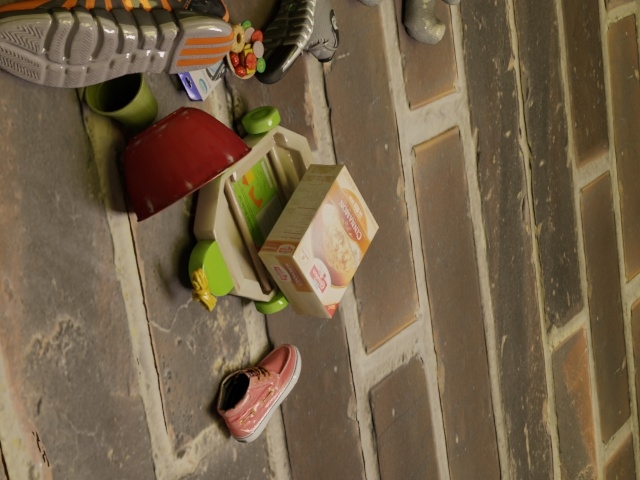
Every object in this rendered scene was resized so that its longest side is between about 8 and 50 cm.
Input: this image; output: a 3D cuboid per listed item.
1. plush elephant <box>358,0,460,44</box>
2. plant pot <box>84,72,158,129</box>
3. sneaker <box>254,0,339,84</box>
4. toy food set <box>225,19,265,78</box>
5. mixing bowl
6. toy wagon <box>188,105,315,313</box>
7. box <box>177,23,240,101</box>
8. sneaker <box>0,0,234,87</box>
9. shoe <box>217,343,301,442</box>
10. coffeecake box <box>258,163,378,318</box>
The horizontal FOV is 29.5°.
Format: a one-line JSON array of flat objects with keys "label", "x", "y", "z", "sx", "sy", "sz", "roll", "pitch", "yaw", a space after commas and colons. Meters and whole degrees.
[{"label": "plush elephant", "x": 0.239, "y": -0.521, "z": 2.101, "sx": 0.272, "sy": 0.255, "sz": 0.330, "roll": 30, "pitch": 67, "yaw": -52}, {"label": "plant pot", "x": -0.250, "y": -0.183, "z": 1.578, "sx": 0.079, "sy": 0.083, "sz": 0.083, "roll": 49, "pitch": 52, "yaw": -61}, {"label": "sneaker", "x": -0.023, "y": -0.303, "z": 1.888, "sx": 0.132, "sy": 0.086, "sz": 0.229, "roll": 55, "pitch": 48, "yaw": -45}, {"label": "toy food set", "x": -0.109, "y": -0.277, "z": 1.770, "sx": 0.082, "sy": 0.020, "sz": 0.083, "roll": -27, "pitch": 114, "yaw": -53}, {"label": "mixing bowl", "x": -0.191, "y": -0.112, "z": 1.601, "sx": 0.098, "sy": 0.181, "sz": 0.181, "roll": 57, "pitch": 43, "yaw": -9}, {"label": "toy wagon", "x": -0.105, "y": -0.023, "z": 1.798, "sx": 0.344, "sy": 0.068, "sz": 0.267, "roll": -48, "pitch": 129, "yaw": -42}, {"label": "box", "x": -0.166, "y": -0.261, "z": 1.730, "sx": 0.136, "sy": 0.028, "sz": 0.081, "roll": -55, "pitch": 135, "yaw": -35}, {"label": "sneaker", "x": -0.276, "y": -0.295, "z": 1.503, "sx": 0.321, "sy": 0.124, "sz": 0.180, "roll": -6, "pitch": 62, "yaw": -33}, {"label": "shoe", "x": -0.092, "y": 0.212, "z": 1.832, "sx": 0.178, "sy": 0.063, "sz": 0.081, "roll": -58, "pitch": 141, "yaw": -30}, {"label": "coffeecake box", "x": 0.000, "y": 0.000, "z": 1.830, "sx": 0.185, "sy": 0.068, "sz": 0.142, "roll": -61, "pitch": 138, "yaw": -32}]
